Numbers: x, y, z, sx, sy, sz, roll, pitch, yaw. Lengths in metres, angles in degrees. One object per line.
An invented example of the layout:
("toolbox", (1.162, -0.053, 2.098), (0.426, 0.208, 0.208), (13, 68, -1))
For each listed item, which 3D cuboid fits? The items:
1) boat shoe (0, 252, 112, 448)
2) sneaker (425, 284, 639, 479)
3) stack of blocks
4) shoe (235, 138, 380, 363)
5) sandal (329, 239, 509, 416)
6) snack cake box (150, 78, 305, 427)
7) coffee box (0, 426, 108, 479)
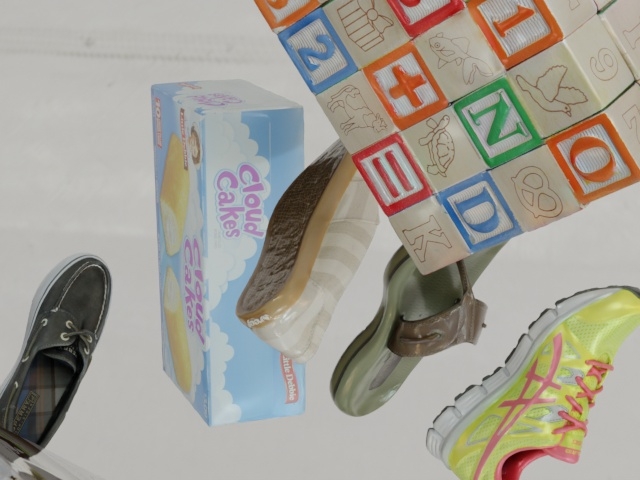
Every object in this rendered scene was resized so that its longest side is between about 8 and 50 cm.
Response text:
("boat shoe", (-0.156, 0.070, 0.873), (0.049, 0.142, 0.040), (36, 153, -29))
("sneaker", (0.181, 0.121, 1.114), (0.208, 0.081, 0.094), (-48, 55, 17))
("stack of blocks", (0.061, -0.147, 0.832), (0.171, 0.087, 0.297), (-27, 98, 45))
("shoe", (0.000, 0.000, 1.068), (0.077, 0.219, 0.058), (-28, 116, 40))
("sandal", (0.105, 0.075, 1.333), (0.086, 0.120, 0.302), (55, 141, 28))
("snack cake box", (-0.078, 0.005, 1.235), (0.089, 0.152, 0.264), (-6, 106, -19))
("coffee box", (-0.140, 0.171, 0.670), (0.098, 0.246, 0.141), (29, 82, 30))
